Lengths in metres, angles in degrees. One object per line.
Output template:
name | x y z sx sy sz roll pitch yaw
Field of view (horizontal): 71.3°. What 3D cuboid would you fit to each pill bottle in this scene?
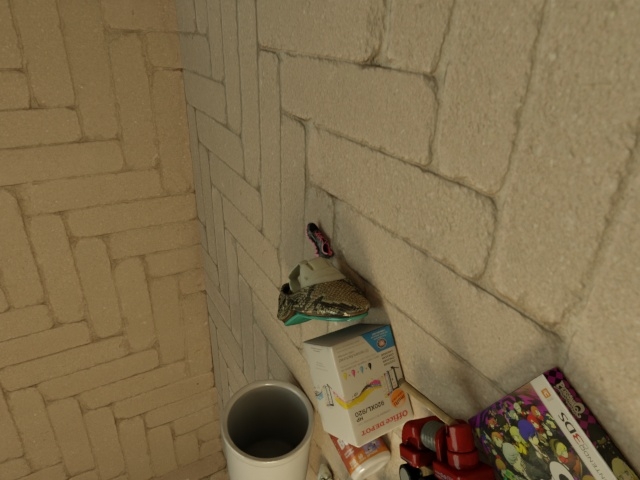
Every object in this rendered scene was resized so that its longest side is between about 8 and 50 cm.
pill bottle | 0.088 0.527 1.226 0.216 0.121 0.121 53 145 37

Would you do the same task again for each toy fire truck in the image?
toy fire truck | 0.220 0.385 0.875 0.217 0.158 0.246 152 114 -72

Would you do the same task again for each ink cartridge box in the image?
ink cartridge box | 0.088 0.339 1.087 0.168 0.171 0.233 -18 86 63

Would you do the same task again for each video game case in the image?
video game case | 0.360 0.344 0.708 0.210 0.042 0.232 63 150 29

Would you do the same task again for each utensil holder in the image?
utensil holder | -0.191 0.773 1.666 0.327 0.327 0.385 47 144 45

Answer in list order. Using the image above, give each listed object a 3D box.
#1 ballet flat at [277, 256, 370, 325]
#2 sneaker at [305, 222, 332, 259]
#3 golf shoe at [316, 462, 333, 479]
ballet flat | -0.025 0.141 1.243 0.483 0.164 0.182 152 109 -66
sneaker | 0.000 0.000 1.253 0.057 0.047 0.119 -33 80 55
golf shoe | 0.015 0.879 1.611 0.086 0.069 0.176 -107 22 -56
